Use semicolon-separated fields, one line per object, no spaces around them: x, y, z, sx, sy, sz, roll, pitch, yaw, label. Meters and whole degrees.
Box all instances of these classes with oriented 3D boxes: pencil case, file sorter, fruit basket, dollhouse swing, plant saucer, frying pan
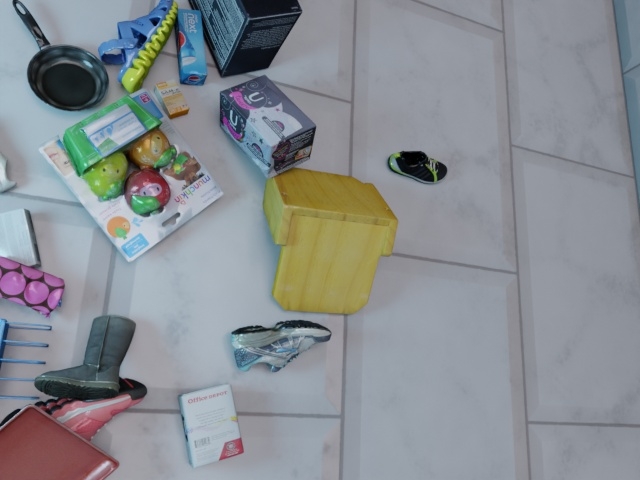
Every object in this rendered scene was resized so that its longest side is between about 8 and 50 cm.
-0.695;0.099;1.221;0.209;0.095;0.098;30;72;-33;pencil case
-0.671;0.270;1.203;0.104;0.118;0.170;10;72;-24;file sorter
-0.469;-0.179;1.387;0.327;0.165;0.353;-40;97;-27;fruit basket
0.000;0.000;1.599;0.346;0.305;0.315;5;33;-22;dollhouse swing
-0.611;0.483;1.130;0.258;0.048;0.259;-40;123;-6;plant saucer
-0.718;-0.461;1.414;0.326;0.053;0.197;34;64;-10;frying pan

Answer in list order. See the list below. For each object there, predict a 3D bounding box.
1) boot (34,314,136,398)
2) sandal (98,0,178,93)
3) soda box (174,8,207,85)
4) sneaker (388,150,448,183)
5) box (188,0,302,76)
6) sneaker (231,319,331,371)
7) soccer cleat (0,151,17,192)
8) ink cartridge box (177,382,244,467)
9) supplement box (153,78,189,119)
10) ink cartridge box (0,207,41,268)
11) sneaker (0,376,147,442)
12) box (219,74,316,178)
-0.534;0.259;1.242;0.189;0.076;0.208;13;43;-22;boot
-0.503;-0.570;1.497;0.138;0.126;0.317;29;65;-15;sandal
-0.382;-0.567;1.580;0.071;0.067;0.210;-3;77;-24;soda box
0.337;-0.247;1.790;0.234;0.097;0.084;6;74;-22;sneaker
-0.230;-0.687;1.551;0.182;0.294;0.296;-21;85;-29;box
-0.105;0.288;1.469;0.283;0.110;0.122;-3;95;-22;sneaker
-0.806;-0.209;1.305;0.076;0.068;0.196;-22;93;-32;soccer cleat
-0.276;0.458;1.348;0.127;0.072;0.175;-8;80;-25;ink cartridge box
-0.424;-0.402;1.534;0.062;0.036;0.098;-26;87;-28;supplement box
-0.774;0.015;1.280;0.179;0.045;0.145;-15;83;-8;ink cartridge box
-0.554;0.416;1.238;0.313;0.116;0.136;-15;108;-31;sneaker
-0.155;-0.326;1.525;0.163;0.142;0.247;-30;65;-27;box
